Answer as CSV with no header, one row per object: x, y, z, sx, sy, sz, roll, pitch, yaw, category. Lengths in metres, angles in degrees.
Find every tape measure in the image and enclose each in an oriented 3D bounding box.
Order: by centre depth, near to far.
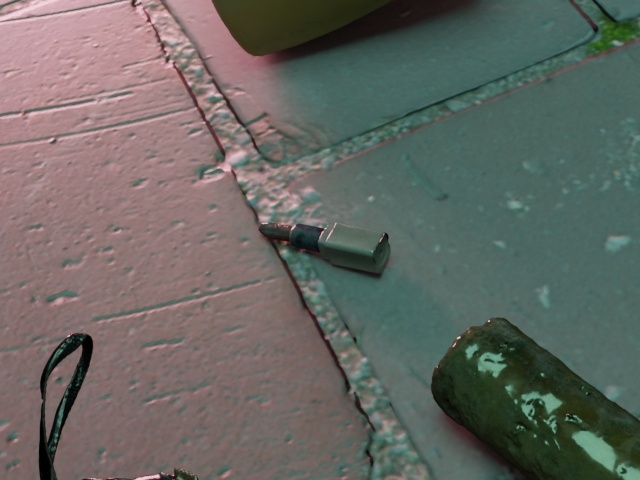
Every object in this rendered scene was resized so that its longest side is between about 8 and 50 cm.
-0.116,0.152,0.825,0.107,0.179,0.104,0,34,11,tape measure

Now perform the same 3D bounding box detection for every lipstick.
0.000,0.000,1.025,0.107,0.025,0.025,11,52,28,lipstick

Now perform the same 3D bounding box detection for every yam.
0.153,0.121,0.861,0.078,0.078,0.179,-39,54,-22,yam

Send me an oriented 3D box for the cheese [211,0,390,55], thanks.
0.006,-0.317,1.196,0.243,0.124,0.265,-28,46,17,cheese
